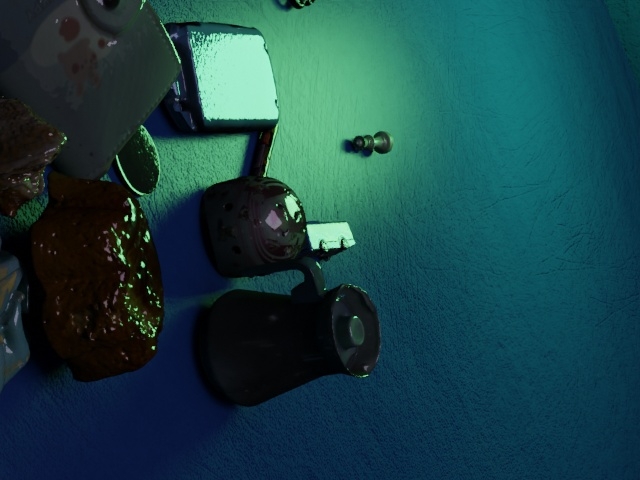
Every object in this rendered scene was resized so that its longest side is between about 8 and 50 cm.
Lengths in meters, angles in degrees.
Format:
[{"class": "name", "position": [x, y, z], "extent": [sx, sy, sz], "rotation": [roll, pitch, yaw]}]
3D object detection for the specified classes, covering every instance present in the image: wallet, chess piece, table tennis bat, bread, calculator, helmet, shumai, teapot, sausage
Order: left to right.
[{"class": "shumai", "position": [-0.367, -0.091, 1.637], "extent": [0.145, 0.146, 0.116], "rotation": [-66, 159, -44]}, {"class": "wallet", "position": [-0.320, -0.269, 1.741], "extent": [0.252, 0.083, 0.360], "rotation": [-52, 130, -22]}, {"class": "bread", "position": [-0.273, 0.055, 1.685], "extent": [0.232, 0.135, 0.246], "rotation": [-83, 165, -52]}, {"class": "table tennis bat", "position": [-0.262, -0.134, 1.912], "extent": [0.095, 0.014, 0.158], "rotation": [-55, 129, -49]}, {"class": "calculator", "position": [-0.148, -0.245, 2.102], "extent": [0.293, 0.051, 0.172], "rotation": [-10, 88, -60]}, {"class": "sausage", "position": [-0.091, -0.117, 2.179], "extent": [0.025, 0.028, 0.198], "rotation": [27, 54, -23]}, {"class": "helmet", "position": [-0.080, -0.027, 2.066], "extent": [0.177, 0.107, 0.153], "rotation": [-12, 89, -44]}, {"class": "teapot", "position": [-0.047, 0.127, 1.981], "extent": [0.171, 0.225, 0.203], "rotation": [-43, 117, -56]}, {"class": "chess piece", "position": [0.090, -0.175, 2.494], "extent": [0.093, 0.042, 0.042], "rotation": [-4, 84, -54]}]

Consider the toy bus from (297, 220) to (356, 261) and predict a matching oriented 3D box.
[{"class": "toy bus", "position": [0.000, 0.000, 2.277], "extent": [0.153, 0.051, 0.061], "rotation": [-3, 71, -59]}]

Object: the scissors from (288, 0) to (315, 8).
[{"class": "scissors", "position": [-0.071, -0.537, 2.356], "extent": [0.109, 0.022, 0.300], "rotation": [-37, 112, -61]}]

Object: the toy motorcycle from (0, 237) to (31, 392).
[{"class": "toy motorcycle", "position": [-0.393, 0.102, 1.546], "extent": [0.198, 0.109, 0.296], "rotation": [58, 33, -49]}]
